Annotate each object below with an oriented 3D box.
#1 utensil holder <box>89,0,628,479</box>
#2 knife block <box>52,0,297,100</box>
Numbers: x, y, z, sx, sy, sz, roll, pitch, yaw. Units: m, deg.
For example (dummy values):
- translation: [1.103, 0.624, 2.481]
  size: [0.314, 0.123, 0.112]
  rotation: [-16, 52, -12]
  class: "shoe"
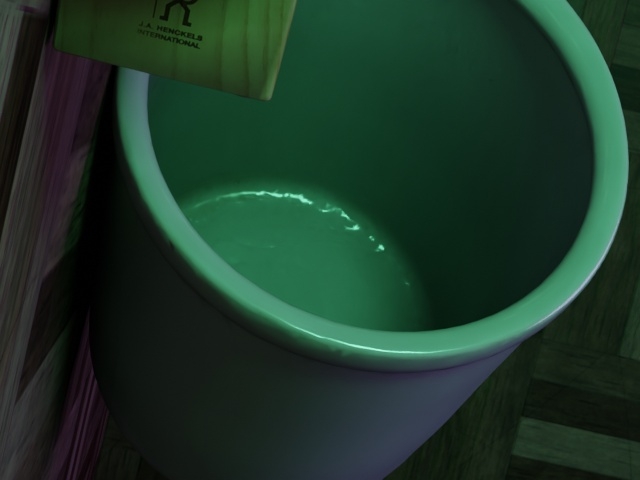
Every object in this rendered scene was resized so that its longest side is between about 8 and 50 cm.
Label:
- translation: [0.000, 0.000, 1.088]
  size: [0.385, 0.327, 0.327]
  rotation: [115, -12, -62]
  class: "utensil holder"
- translation: [-0.029, -0.189, 0.548]
  size: [0.275, 0.088, 0.242]
  rotation: [-82, -172, -53]
  class: "knife block"
